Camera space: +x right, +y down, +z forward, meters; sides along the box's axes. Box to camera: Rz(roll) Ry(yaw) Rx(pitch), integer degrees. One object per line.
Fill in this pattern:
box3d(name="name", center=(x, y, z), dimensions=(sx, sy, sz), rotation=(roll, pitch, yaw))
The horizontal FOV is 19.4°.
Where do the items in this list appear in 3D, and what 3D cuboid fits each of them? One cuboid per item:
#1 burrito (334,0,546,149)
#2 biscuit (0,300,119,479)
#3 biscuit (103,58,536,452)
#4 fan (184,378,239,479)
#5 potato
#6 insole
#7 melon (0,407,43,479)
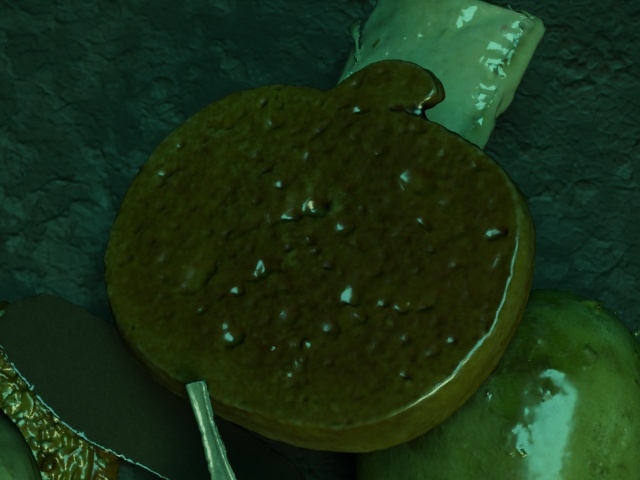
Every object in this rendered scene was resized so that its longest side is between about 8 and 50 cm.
box3d(name="burrito", center=(0.063, -0.078, 1.739), dimensions=(0.190, 0.135, 0.332), rotation=(22, 70, 26))
box3d(name="biscuit", center=(-0.328, 0.185, 1.643), dimensions=(0.305, 0.038, 0.305), rotation=(3, 70, -7))
box3d(name="biscuit", center=(0.004, 0.003, 1.600), dimensions=(0.394, 0.070, 0.350), rotation=(27, 80, 34))
box3d(name="fan", center=(-0.061, 0.275, 1.562), dimensions=(0.229, 0.011, 0.335), rotation=(-13, 99, 23))
box3d(name="potato", center=(0.143, 0.213, 1.597), dimensions=(0.269, 0.219, 0.359), rotation=(4, 71, 38))
box3d(name="insole", center=(-0.149, 0.158, 1.670), dimensions=(0.327, 0.007, 0.111), rotation=(34, 57, -1))
box3d(name="melon", center=(-0.335, 0.220, 1.445), dimensions=(0.271, 0.308, 0.272), rotation=(0, 90, -18))
